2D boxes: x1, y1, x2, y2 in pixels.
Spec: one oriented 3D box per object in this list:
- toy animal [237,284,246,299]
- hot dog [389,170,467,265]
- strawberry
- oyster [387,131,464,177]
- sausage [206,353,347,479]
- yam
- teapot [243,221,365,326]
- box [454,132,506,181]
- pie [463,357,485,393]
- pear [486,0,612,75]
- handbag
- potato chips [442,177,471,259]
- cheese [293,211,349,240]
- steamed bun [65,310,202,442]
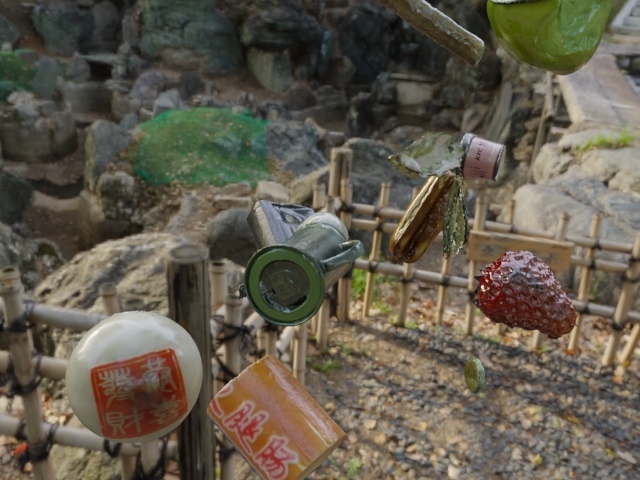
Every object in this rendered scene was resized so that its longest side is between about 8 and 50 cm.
[{"bbox_3d":[-0.202,0.153,1.932,0.108,0.220,0.062,18,62,-12],"label":"toy animal"},{"bbox_3d":[0.323,-0.070,1.942,0.135,0.337,0.100,26,14,-21],"label":"hot dog"},{"bbox_3d":[0.579,0.148,1.778,0.254,0.150,0.280,-17,51,-7],"label":"strawberry"},{"bbox_3d":[0.305,-0.230,1.753,0.209,0.132,0.072,-33,4,-17],"label":"oyster"},{"bbox_3d":[-0.113,0.458,1.549,0.287,0.233,0.233,45,40,20],"label":"sausage"},{"bbox_3d":[0.277,-0.582,1.622,0.357,0.081,0.081,35,27,0],"label":"yam"},{"bbox_3d":[-0.015,0.058,1.578,0.271,0.200,0.337,-21,7,20],"label":"teapot"},{"bbox_3d":[0.522,-0.262,2.012,0.135,0.151,0.151,18,27,21],"label":"box"},{"bbox_3d":[0.356,0.311,1.432,0.020,0.084,0.084,1,24,-13],"label":"pie"},{"bbox_3d":[0.561,-0.508,1.474,0.293,0.292,0.159,-3,35,-18],"label":"pear"},{"bbox_3d":[-0.110,0.009,2.281,0.275,0.178,0.301,11,39,-40],"label":"handbag"},{"bbox_3d":[0.306,-0.042,1.422,0.029,0.201,0.220,7,10,0],"label":"potato chips"},{"bbox_3d":[0.000,0.000,1.992,0.198,0.189,0.154,-39,68,-7],"label":"cheese"},{"bbox_3d":[-0.499,0.388,1.711,0.375,0.373,0.241,-9,16,-28],"label":"steamed bun"}]
